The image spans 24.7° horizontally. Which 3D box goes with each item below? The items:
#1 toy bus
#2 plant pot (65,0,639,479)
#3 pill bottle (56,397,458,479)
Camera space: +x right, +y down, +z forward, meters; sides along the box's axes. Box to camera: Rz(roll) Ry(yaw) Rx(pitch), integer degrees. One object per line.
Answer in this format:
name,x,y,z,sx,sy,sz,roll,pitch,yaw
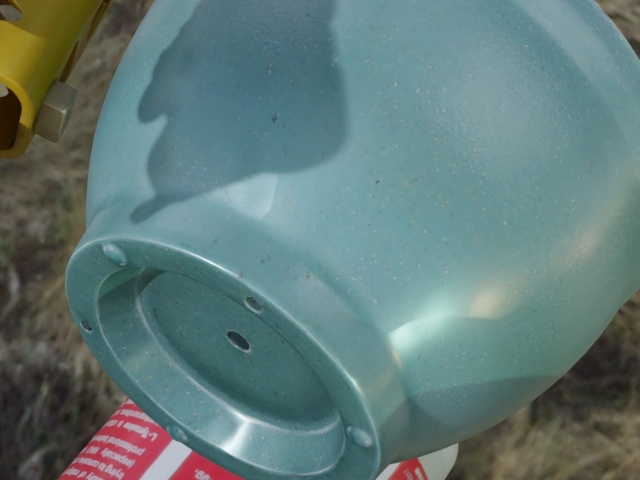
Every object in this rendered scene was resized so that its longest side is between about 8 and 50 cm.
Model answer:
toy bus,-0.172,-0.089,0.737,0.104,0.202,0.191,26,19,-5
plant pot,0.000,0.000,0.718,0.293,0.293,0.196,32,57,9
pill bottle,-0.098,0.239,1.061,0.229,0.229,0.407,35,66,13
